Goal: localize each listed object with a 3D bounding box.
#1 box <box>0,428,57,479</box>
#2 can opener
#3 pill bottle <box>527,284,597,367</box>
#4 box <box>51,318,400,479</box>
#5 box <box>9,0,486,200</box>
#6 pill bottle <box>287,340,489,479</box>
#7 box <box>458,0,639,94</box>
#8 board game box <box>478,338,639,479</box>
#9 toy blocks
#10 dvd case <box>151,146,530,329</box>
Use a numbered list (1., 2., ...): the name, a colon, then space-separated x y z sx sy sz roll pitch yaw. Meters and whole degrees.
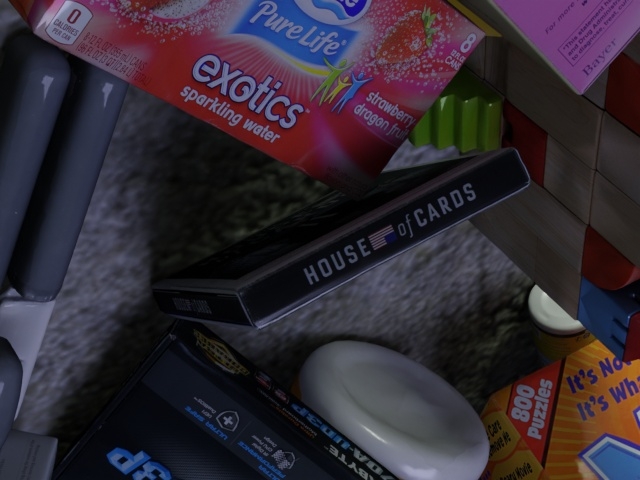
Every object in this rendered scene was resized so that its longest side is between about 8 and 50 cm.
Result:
1. box: -0.226 0.186 0.818 0.087 0.101 0.102 13 122 -8
2. can opener: -0.175 0.018 0.747 0.074 0.093 0.280 2 119 -39
3. pill bottle: 0.224 0.086 1.146 0.065 0.065 0.116 -33 140 -11
4. box: -0.067 0.183 0.894 0.220 0.051 0.175 39 106 -7
5. box: -0.046 -0.137 0.681 0.257 0.122 0.128 26 106 -48
6. pill bottle: 0.003 0.231 1.020 0.162 0.162 0.278 6 121 -42
7. box: 0.049 -0.216 0.618 0.117 0.213 0.243 -49 139 9
8. board game box: 0.347 0.284 1.131 0.356 0.356 0.356 -23 153 -22
9. toy blocks: 0.209 -0.070 0.841 0.190 0.261 0.381 -25 137 -20
10. dvd case: 0.000 0.000 0.785 0.179 0.238 0.029 -28 98 -17
